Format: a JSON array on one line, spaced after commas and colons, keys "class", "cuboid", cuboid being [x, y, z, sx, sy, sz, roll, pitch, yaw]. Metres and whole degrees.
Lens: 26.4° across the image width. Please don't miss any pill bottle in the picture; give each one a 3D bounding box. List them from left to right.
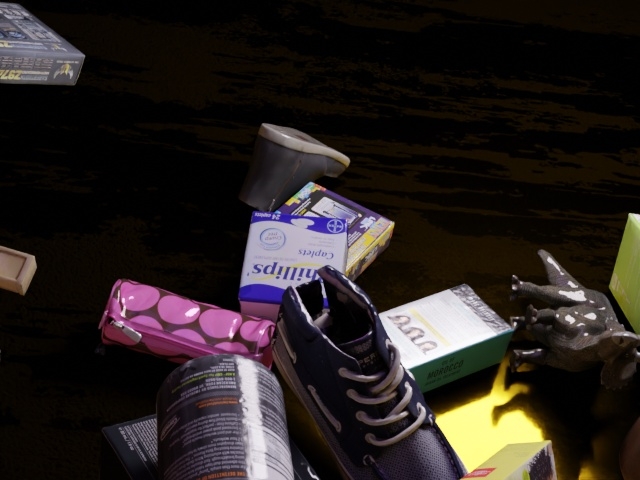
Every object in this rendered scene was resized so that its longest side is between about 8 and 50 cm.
[{"class": "pill bottle", "cuboid": [-0.089, 0.233, 1.289, 0.131, 0.130, 0.245, 5, 37, -11]}]

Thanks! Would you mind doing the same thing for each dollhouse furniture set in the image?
[{"class": "dollhouse furniture set", "cuboid": [-0.448, 0.082, 1.614, 0.182, 0.101, 0.161, 17, 61, 4]}]

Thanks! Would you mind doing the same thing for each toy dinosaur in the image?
[{"class": "toy dinosaur", "cuboid": [0.330, 0.112, 1.784, 0.160, 0.121, 0.313, 10, 17, -5]}]

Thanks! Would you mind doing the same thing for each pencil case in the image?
[{"class": "pencil case", "cuboid": [-0.158, 0.114, 1.633, 0.209, 0.095, 0.098, 13, 1, 4]}]

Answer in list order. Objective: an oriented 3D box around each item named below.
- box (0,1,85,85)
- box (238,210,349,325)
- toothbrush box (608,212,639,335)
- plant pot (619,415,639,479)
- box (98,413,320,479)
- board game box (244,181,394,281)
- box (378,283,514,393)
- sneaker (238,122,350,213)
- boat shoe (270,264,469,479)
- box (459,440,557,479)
[{"class": "box", "cuboid": [-0.502, -0.302, 2.063, 0.183, 0.059, 0.233, 37, 26, 30]}, {"class": "box", "cuboid": [-0.032, 0.041, 1.735, 0.126, 0.072, 0.137, 5, 58, 4]}, {"class": "toothbrush box", "cuboid": [0.521, 0.077, 1.803, 0.206, 0.122, 0.283, 10, 20, -4]}, {"class": "plant pot", "cuboid": [0.487, 0.202, 1.592, 0.215, 0.230, 0.215, 8, 36, -6]}, {"class": "box", "cuboid": [-0.093, 0.289, 1.406, 0.184, 0.103, 0.261, -14, 44, -27]}, {"class": "board game box", "cuboid": [0.000, 0.000, 1.870, 0.141, 0.048, 0.170, 28, 39, 17]}, {"class": "box", "cuboid": [0.117, 0.135, 1.711, 0.244, 0.060, 0.100, -16, 46, -34]}, {"class": "sneaker", "cuboid": [-0.045, -0.096, 1.971, 0.083, 0.118, 0.222, 31, 10, 28]}, {"class": "boat shoe", "cuboid": [0.059, 0.182, 1.497, 0.127, 0.158, 0.340, -33, 65, -21]}, {"class": "box", "cuboid": [0.189, 0.282, 1.448, 0.058, 0.087, 0.232, -8, 5, 30]}]
